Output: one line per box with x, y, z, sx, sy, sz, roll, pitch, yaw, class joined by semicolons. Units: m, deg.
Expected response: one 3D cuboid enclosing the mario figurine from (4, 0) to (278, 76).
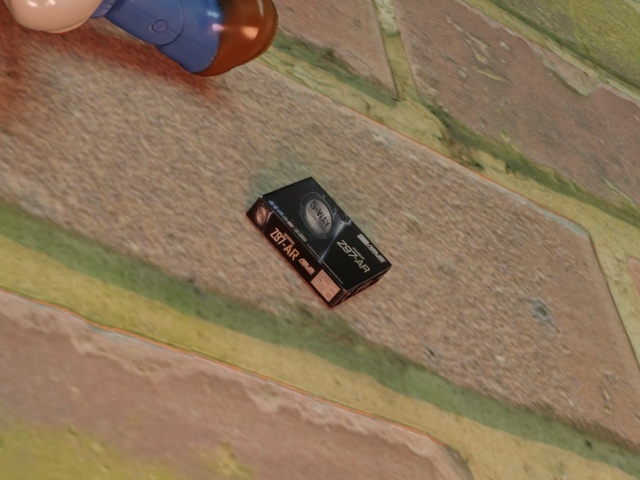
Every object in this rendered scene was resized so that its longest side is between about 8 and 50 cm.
-0.146;-0.201;0.746;0.198;0.170;0.320;20;6;36;mario figurine

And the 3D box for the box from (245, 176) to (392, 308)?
0.000;0.000;0.811;0.083;0.018;0.067;48;32;11;box
